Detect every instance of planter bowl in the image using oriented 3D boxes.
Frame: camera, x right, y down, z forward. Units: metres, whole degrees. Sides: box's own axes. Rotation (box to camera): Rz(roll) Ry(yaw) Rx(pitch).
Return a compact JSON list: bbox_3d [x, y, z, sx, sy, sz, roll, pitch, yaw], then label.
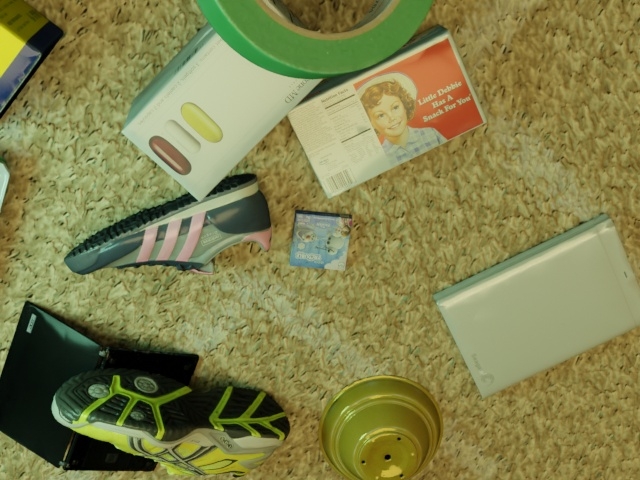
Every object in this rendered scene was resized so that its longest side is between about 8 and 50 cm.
[{"bbox_3d":[0.107,0.342,1.717,0.217,0.090,0.217,-2,110,-5],"label":"planter bowl"}]

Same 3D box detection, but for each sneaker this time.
[{"bbox_3d":[-0.238,0.307,1.612,0.384,0.145,0.147,16,119,-26],"label":"sneaker"},{"bbox_3d":[-0.225,0.011,1.555,0.319,0.112,0.131,-20,108,4],"label":"sneaker"}]

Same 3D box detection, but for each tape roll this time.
[{"bbox_3d":[-0.007,-0.365,1.275,0.321,0.077,0.321,-2,95,-21],"label":"tape roll"}]

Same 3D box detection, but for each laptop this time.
[{"bbox_3d":[-0.373,0.245,1.682,0.264,0.136,0.234,10,112,-35],"label":"laptop"}]

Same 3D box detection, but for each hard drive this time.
[{"bbox_3d":[0.364,0.110,1.680,0.307,0.040,0.203,-26,110,4],"label":"hard drive"}]

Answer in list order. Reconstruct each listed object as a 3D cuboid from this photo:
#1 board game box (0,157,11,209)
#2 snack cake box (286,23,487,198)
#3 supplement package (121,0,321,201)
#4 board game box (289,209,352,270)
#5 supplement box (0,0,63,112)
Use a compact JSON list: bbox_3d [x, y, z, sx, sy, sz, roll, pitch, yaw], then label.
[{"bbox_3d":[-0.698,-0.002,1.532,0.389,0.050,0.390,17,110,-12],"label":"board game box"},{"bbox_3d":[0.093,-0.192,1.519,0.264,0.089,0.152,-25,109,4],"label":"snack cake box"},{"bbox_3d":[-0.129,-0.217,1.428,0.145,0.204,0.262,42,101,-18],"label":"supplement package"},{"bbox_3d":[0.000,0.000,1.618,0.090,0.020,0.090,5,111,-7],"label":"board game box"},{"bbox_3d":[-0.556,-0.302,1.367,0.356,0.194,0.195,37,103,-16],"label":"supplement box"}]
